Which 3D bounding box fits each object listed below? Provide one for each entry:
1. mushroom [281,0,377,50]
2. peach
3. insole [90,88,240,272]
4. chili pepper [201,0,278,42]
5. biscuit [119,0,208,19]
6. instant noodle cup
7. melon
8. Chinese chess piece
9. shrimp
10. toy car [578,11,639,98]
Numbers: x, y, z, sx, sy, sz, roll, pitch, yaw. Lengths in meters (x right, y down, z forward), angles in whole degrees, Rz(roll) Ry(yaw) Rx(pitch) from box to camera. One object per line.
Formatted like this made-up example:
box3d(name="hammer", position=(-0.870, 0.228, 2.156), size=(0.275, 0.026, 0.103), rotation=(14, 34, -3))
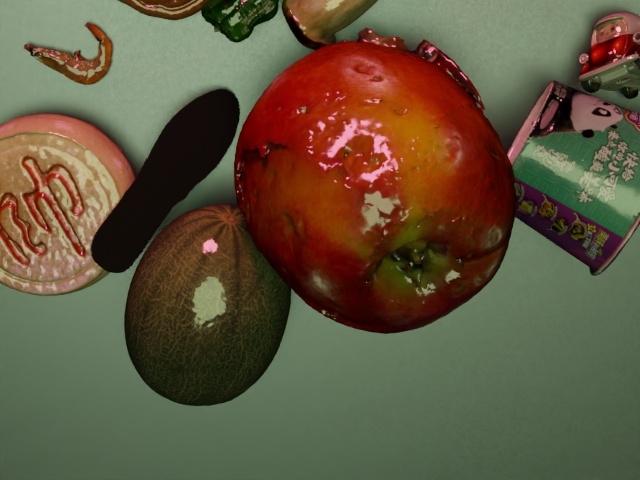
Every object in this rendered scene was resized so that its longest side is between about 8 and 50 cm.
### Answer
box3d(name="mushroom", position=(0.071, -0.400, 1.857), size=(0.100, 0.081, 0.312), rotation=(42, 100, -11))
box3d(name="peach", position=(0.065, -0.092, 1.790), size=(0.353, 0.416, 0.339), rotation=(17, 124, -29))
box3d(name="insole", position=(-0.222, -0.090, 1.910), size=(0.109, 0.007, 0.322), rotation=(43, 77, -34))
box3d(name="chili pepper", position=(-0.062, -0.383, 1.847), size=(0.083, 0.099, 0.253), rotation=(41, 92, -18))
box3d(name="biscuit", position=(-0.227, -0.458, 1.858), size=(0.257, 0.049, 0.273), rotation=(-40, 104, 10))
box3d(name="instant noodle cup", position=(0.366, -0.102, 1.869), size=(0.190, 0.251, 0.251), rotation=(28, 104, 2))
box3d(name="melon", position=(-0.164, 0.093, 1.909), size=(0.237, 0.237, 0.302), rotation=(15, 116, -4))
box3d(name="Chinese chess piece", position=(-0.401, -0.052, 1.939), size=(0.270, 0.112, 0.270), rotation=(0, 105, 1))
box3d(name="shrimp", position=(-0.367, -0.279, 1.918), size=(0.127, 0.025, 0.091), rotation=(14, 105, -9))
box3d(name="toy car", position=(0.438, -0.272, 1.886), size=(0.112, 0.139, 0.112), rotation=(-20, 70, 43))
